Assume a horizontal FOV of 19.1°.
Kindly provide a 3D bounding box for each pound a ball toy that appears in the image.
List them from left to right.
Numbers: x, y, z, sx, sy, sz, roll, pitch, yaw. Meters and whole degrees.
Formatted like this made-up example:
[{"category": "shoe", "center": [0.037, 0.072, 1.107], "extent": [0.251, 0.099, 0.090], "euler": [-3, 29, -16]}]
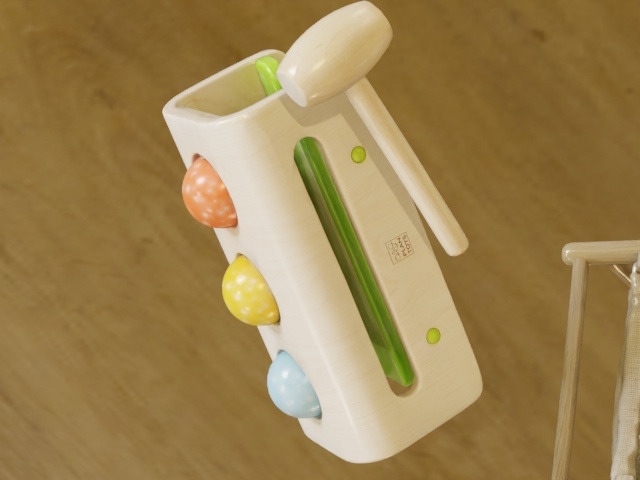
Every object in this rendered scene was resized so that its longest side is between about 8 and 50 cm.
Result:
[{"category": "pound a ball toy", "center": [0.000, 0.000, 1.303], "extent": [0.135, 0.208, 0.319], "euler": [-30, 112, -18]}]

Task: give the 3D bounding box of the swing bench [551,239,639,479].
[{"category": "swing bench", "center": [0.317, 0.121, 1.430], "extent": [0.165, 0.254, 0.253], "euler": [38, 50, -41]}]
